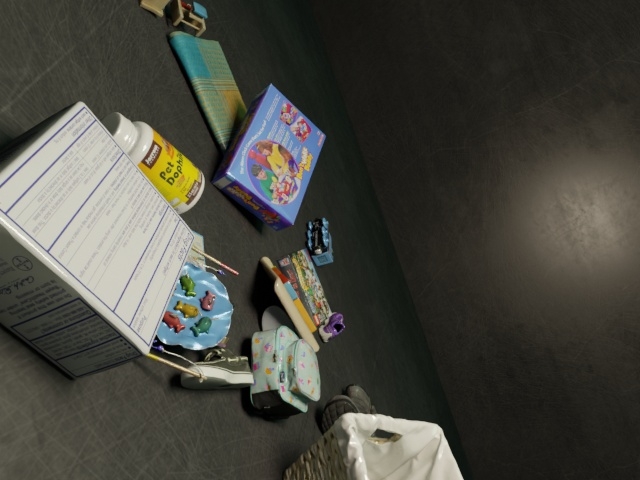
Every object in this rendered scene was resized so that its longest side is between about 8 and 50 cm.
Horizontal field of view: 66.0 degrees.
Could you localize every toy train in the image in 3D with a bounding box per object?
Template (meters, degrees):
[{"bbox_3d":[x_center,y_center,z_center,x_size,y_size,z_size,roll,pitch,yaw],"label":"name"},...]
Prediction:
[{"bbox_3d":[0.000,0.000,1.756,0.184,0.080,0.105,-91,161,-49],"label":"toy train"}]

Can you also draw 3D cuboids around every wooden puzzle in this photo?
[{"bbox_3d":[-0.078,0.159,1.302,0.221,0.044,0.238,62,-6,-19],"label":"wooden puzzle"}]

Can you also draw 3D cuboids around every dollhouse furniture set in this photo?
[{"bbox_3d":[-0.370,-0.666,1.305,0.183,0.129,0.129,10,60,-51],"label":"dollhouse furniture set"},{"bbox_3d":[-0.222,0.168,1.006,0.114,0.090,0.081,109,-5,-77],"label":"dollhouse furniture set"}]

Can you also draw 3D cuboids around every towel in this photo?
[{"bbox_3d":[-0.295,-0.415,1.450,0.370,0.040,0.271,68,19,-8],"label":"towel"}]

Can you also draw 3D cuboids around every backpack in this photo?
[{"bbox_3d":[-0.085,0.290,1.124,0.166,0.144,0.189,51,19,-54],"label":"backpack"}]

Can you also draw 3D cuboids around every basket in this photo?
[{"bbox_3d":[0.129,0.579,1.035,0.328,0.266,0.331,21,35,-36],"label":"basket"}]

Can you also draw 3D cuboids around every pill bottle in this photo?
[{"bbox_3d":[-0.332,-0.146,0.952,0.215,0.117,0.117,44,32,-50],"label":"pill bottle"}]

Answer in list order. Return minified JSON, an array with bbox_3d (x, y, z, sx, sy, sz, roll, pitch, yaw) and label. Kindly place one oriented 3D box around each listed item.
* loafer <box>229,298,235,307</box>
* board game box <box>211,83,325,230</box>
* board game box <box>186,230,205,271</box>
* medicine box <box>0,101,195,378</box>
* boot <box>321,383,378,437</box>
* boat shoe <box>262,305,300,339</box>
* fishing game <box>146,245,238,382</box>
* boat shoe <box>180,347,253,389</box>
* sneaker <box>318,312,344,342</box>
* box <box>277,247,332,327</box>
[{"bbox_3d":[-0.237,0.124,1.020,0.170,0.062,0.061,17,49,-67],"label":"loafer"},{"bbox_3d":[-0.131,-0.235,1.385,0.233,0.078,0.347,39,53,-29],"label":"board game box"},{"bbox_3d":[-0.297,0.015,1.017,0.154,0.026,0.104,37,37,-57],"label":"board game box"},{"bbox_3d":[-0.349,0.000,0.711,0.289,0.149,0.264,57,23,-32],"label":"medicine box"},{"bbox_3d":[0.090,0.508,1.451,0.223,0.118,0.338,-87,161,-55],"label":"boot"},{"bbox_3d":[-0.082,0.265,1.271,0.229,0.080,0.076,61,1,-9],"label":"boat shoe"},{"bbox_3d":[-0.243,0.112,0.910,0.189,0.041,0.264,33,40,-18],"label":"fishing game"},{"bbox_3d":[-0.203,0.250,0.966,0.219,0.077,0.070,45,30,-65],"label":"boat shoe"},{"bbox_3d":[0.052,0.282,1.607,0.068,0.071,0.170,66,19,-7],"label":"sneaker"},{"bbox_3d":[-0.045,0.148,1.524,0.233,0.044,0.159,69,19,0],"label":"box"}]
